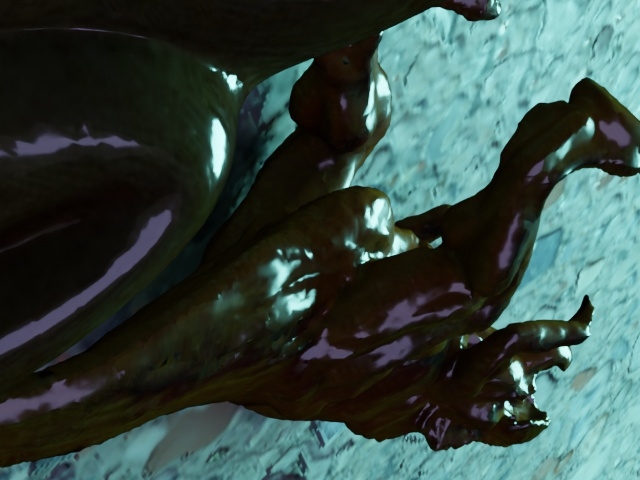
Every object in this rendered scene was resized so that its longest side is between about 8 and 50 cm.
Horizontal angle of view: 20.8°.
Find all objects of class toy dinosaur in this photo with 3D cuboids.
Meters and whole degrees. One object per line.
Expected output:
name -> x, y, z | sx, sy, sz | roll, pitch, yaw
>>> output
toy dinosaur -> 0.000, 0.000, 0.556 | 0.208, 0.097, 0.432 | -52, 149, 17

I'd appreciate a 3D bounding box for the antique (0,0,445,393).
antique -> -0.057, -0.084, 0.359 | 0.257, 0.121, 0.143 | -41, 140, -9
